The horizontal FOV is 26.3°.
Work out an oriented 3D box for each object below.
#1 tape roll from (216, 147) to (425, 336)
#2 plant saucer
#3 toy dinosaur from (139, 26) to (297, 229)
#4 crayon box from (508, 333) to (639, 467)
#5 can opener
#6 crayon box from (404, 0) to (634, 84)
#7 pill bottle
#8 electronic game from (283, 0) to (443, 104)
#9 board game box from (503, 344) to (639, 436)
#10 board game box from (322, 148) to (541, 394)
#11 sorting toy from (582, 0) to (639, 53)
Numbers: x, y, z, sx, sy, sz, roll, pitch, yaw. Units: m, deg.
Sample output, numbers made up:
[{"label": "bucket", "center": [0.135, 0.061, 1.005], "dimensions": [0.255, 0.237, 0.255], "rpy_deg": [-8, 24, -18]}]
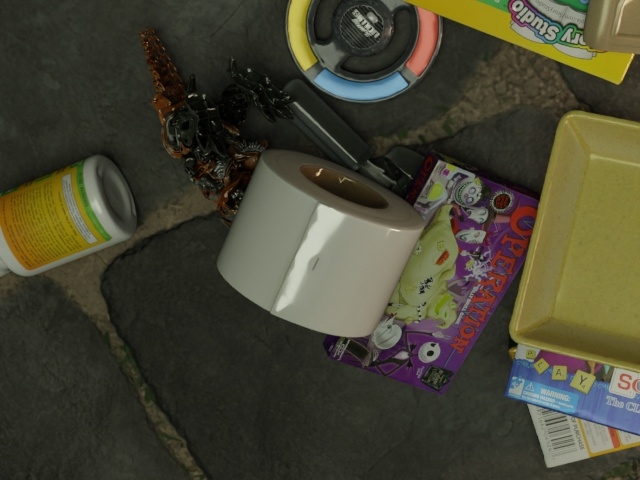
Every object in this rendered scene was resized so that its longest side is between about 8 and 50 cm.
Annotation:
[{"label": "tape roll", "center": [0.000, 0.000, 1.875], "dimensions": [0.246, 0.246, 0.169], "rpy_deg": [24, 105, 0]}, {"label": "plant saucer", "center": [0.457, 0.018, 1.864], "dimensions": [0.333, 0.081, 0.332], "rpy_deg": [13, 86, 15]}, {"label": "toy dinosaur", "center": [-0.170, -0.154, 1.973], "dimensions": [0.322, 0.164, 0.218], "rpy_deg": [40, 150, -12]}, {"label": "crayon box", "center": [0.463, 0.197, 2.034], "dimensions": [0.323, 0.083, 0.203], "rpy_deg": [-16, 104, 13]}, {"label": "can opener", "center": [0.054, -0.138, 2.001], "dimensions": [0.280, 0.074, 0.093], "rpy_deg": [39, 75, -8]}, {"label": "crayon box", "center": [0.296, -0.421, 1.830], "dimensions": [0.363, 0.106, 0.313], "rpy_deg": [21, 110, -6]}, {"label": "pill bottle", "center": [-0.413, -0.026, 2.058], "dimensions": [0.246, 0.136, 0.136], "rpy_deg": [-20, 104, 14]}, {"label": "electronic game", "center": [0.061, -0.306, 1.948], "dimensions": [0.229, 0.048, 0.229], "rpy_deg": [2, 108, 8]}, {"label": "board game box", "center": [0.454, 0.113, 1.931], "dimensions": [0.319, 0.066, 0.318], "rpy_deg": [14, 88, 15]}, {"label": "board game box", "center": [0.172, 0.054, 2.013], "dimensions": [0.208, 0.056, 0.346], "rpy_deg": [18, 111, -26]}, {"label": "sorting toy", "center": [0.476, -0.388, 1.767], "dimensions": [0.229, 0.041, 0.307], "rpy_deg": [5, 113, -5]}]
